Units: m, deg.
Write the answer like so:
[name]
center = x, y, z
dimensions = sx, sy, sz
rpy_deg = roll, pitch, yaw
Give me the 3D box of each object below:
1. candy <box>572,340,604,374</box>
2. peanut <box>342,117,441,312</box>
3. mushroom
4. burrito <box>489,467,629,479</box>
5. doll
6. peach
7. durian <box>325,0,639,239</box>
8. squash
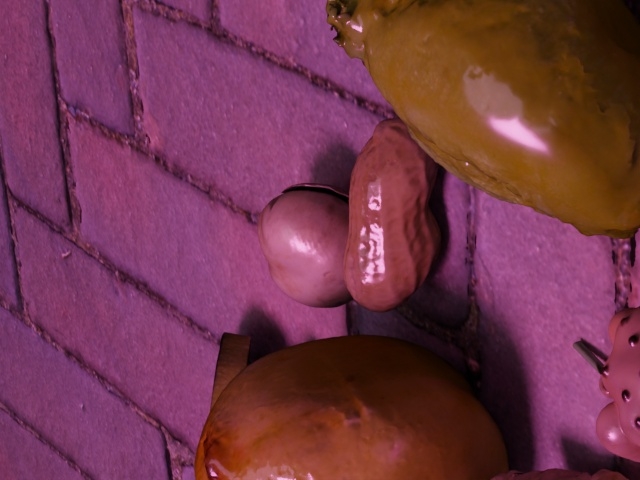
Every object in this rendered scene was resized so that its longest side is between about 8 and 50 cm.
[candy]
center = 0.309, 0.173, 1.706
dimensions = 0.287, 0.084, 0.078
rpy_deg = 46, 152, 47
[peanut]
center = 0.075, -0.025, 1.930
dimensions = 0.099, 0.090, 0.214
rpy_deg = 8, 118, 11
[mushroom]
center = 0.000, 0.000, 2.054
dimensions = 0.154, 0.122, 0.154
rpy_deg = 16, 143, 13
[burrito]
center = 0.279, 0.375, 1.823
dimensions = 0.175, 0.107, 0.347
rpy_deg = -17, 95, 52
[doll]
center = 0.345, 0.128, 1.554
dimensions = 0.278, 0.119, 0.154
rpy_deg = 14, 84, 48
[peach]
center = 0.030, 0.237, 1.959
dimensions = 0.314, 0.316, 0.281
rpy_deg = 91, 160, -44
[durian]
center = 0.182, -0.136, 1.614
dimensions = 0.340, 0.204, 0.256
rpy_deg = 27, 159, 45
[squash]
center = -0.114, 0.236, 2.311
dimensions = 0.252, 0.049, 0.252
rpy_deg = 7, -90, -90
